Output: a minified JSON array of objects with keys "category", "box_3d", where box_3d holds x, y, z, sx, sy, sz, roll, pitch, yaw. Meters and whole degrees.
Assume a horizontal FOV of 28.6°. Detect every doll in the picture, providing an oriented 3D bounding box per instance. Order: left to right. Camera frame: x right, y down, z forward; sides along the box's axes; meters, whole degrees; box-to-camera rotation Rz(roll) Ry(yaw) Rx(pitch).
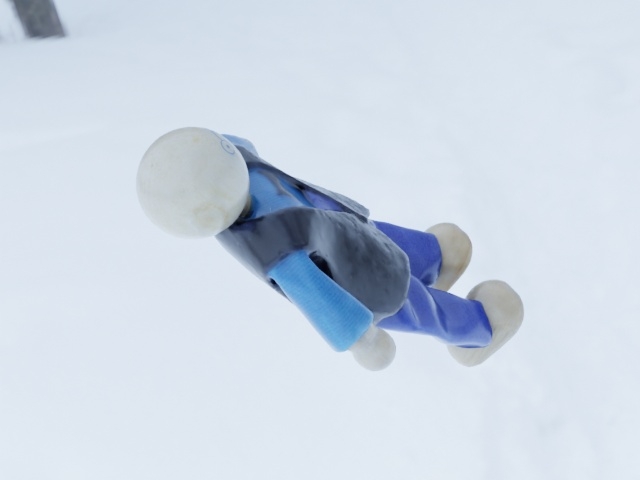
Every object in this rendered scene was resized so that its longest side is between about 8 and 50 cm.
[{"category":"doll","box_3d":[0.000,0.000,0.473,0.046,0.189,0.129,-49,54,16]}]
